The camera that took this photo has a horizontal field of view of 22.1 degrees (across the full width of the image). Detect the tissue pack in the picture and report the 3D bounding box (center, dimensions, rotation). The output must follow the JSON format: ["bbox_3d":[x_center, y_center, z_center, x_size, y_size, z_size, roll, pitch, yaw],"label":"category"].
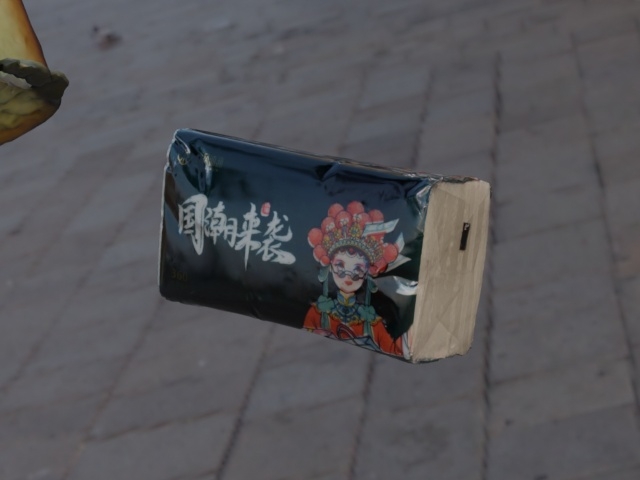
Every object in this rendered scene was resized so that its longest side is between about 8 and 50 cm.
[{"bbox_3d":[-0.001,0.000,0.895,0.170,0.103,0.090,12,10,33],"label":"tissue pack"}]

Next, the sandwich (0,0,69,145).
[{"bbox_3d":[-0.181,-0.129,0.475,0.128,0.236,0.122,-23,-7,11],"label":"sandwich"}]
